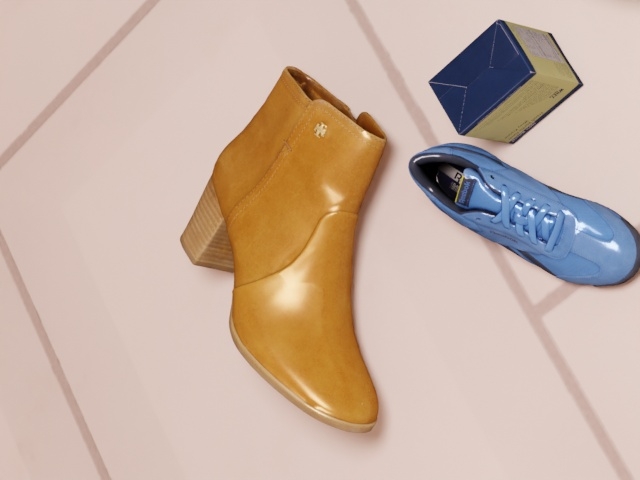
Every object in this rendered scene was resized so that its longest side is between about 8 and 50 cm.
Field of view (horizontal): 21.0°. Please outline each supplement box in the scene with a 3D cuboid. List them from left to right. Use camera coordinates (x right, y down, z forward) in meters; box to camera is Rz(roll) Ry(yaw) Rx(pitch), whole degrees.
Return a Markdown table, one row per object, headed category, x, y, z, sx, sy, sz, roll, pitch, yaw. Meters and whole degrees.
| category | x | y | z | sx | sy | sz | roll | pitch | yaw |
| --- | --- | --- | --- | --- | --- | --- | --- | --- | --- |
| supplement box | 0.150 | -0.127 | 1.395 | 0.083 | 0.083 | 0.056 | -41 | 64 | 29 |

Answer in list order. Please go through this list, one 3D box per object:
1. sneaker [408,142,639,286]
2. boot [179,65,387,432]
| category | x | y | z | sx | sy | sz | roll | pitch | yaw |
| --- | --- | --- | --- | --- | --- | --- | --- | --- | --- |
| sneaker | 0.158 | -0.020 | 1.386 | 0.209 | 0.082 | 0.069 | 30 | 104 | 34 |
| boot | 0.000 | 0.000 | 1.495 | 0.295 | 0.104 | 0.211 | 51 | 117 | 33 |
